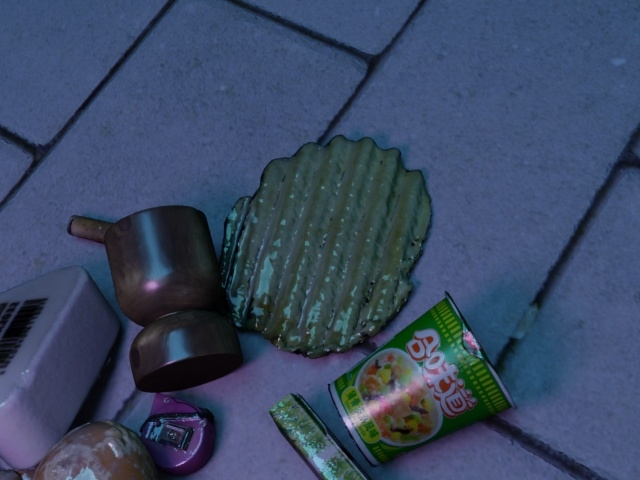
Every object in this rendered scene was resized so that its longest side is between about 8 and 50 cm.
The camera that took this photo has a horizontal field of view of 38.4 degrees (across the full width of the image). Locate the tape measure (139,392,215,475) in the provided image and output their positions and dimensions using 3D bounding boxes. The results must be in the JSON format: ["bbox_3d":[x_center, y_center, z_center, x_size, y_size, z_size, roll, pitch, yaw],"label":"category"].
[{"bbox_3d":[-0.234,0.314,1.477,0.125,0.074,0.118,9,66,20],"label":"tape measure"}]

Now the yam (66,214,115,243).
[{"bbox_3d":[-0.345,-0.004,1.688,0.263,0.046,0.046,12,66,17],"label":"yam"}]

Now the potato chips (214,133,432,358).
[{"bbox_3d":[0.000,0.000,1.597,0.358,0.070,0.430,11,67,15],"label":"potato chips"}]

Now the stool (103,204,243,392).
[{"bbox_3d":[-0.244,0.096,1.512,0.179,0.179,0.264,-19,70,3],"label":"stool"}]

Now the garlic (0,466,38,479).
[{"bbox_3d":[-0.478,0.409,1.465,0.099,0.124,0.174,-11,23,37],"label":"garlic"}]

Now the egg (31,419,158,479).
[{"bbox_3d":[-0.339,0.391,1.385,0.203,0.203,0.245,16,92,20],"label":"egg"}]

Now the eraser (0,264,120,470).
[{"bbox_3d":[-0.493,0.220,1.496,0.331,0.150,0.331,-14,40,12],"label":"eraser"}]

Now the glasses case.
[{"bbox_3d":[0.031,0.350,1.385,0.062,0.095,0.272,-37,61,-13],"label":"glasses case"}]

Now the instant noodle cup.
[{"bbox_3d":[0.142,0.218,1.380,0.232,0.207,0.207,-30,60,4],"label":"instant noodle cup"}]
